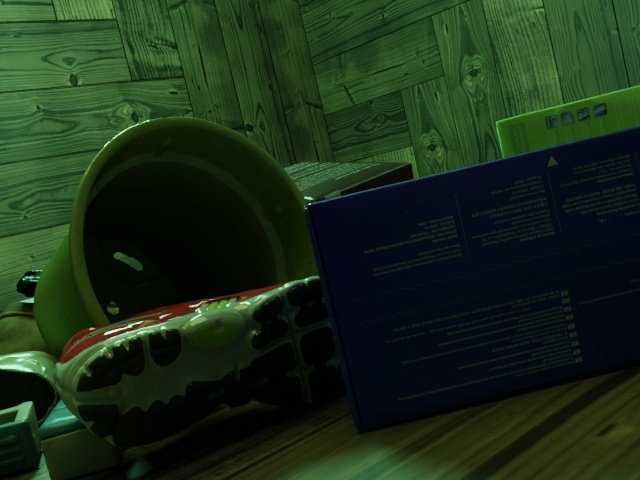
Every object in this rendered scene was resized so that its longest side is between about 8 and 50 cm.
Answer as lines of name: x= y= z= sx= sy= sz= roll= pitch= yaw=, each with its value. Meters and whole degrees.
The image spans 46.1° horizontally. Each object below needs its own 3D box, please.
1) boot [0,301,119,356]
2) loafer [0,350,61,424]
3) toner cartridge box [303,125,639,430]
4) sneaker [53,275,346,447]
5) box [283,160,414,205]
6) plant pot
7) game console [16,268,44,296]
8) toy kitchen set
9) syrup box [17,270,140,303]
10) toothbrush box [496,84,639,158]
boot: x=-0.339 y=0.149 z=1.036 sx=0.306 sy=0.112 sz=0.115 roll=-6 pitch=37 yaw=23
loafer: x=-0.369 y=0.161 z=0.707 sx=0.269 sy=0.101 sz=0.092 roll=-15 pitch=-1 yaw=-31
toner cartridge box: x=0.173 y=0.013 z=0.554 sx=0.348 sy=0.165 sz=0.075 roll=-13 pitch=4 yaw=-2
sneaker: x=-0.074 y=0.077 z=0.613 sx=0.279 sy=0.107 sz=0.118 roll=-6 pitch=13 yaw=-31
box: x=0.000 y=0.000 z=0.948 sx=0.167 sy=0.168 sz=0.203 roll=-24 pitch=21 yaw=-39
plant pot: x=-0.178 y=0.046 z=0.804 sx=0.276 sy=0.276 sz=0.254 roll=-17 pitch=-5 yaw=-43
game console: x=-0.258 y=0.076 z=1.127 sx=0.362 sy=0.043 sz=0.213 roll=5 pitch=-1 yaw=2
toy kitchen set: x=-0.279 y=0.114 z=0.609 sx=0.207 sy=0.166 sz=0.122 roll=-14 pitch=6 yaw=-8
syrup box: x=-0.434 y=0.129 z=1.393 sx=0.093 sy=0.096 sz=0.237 roll=-9 pitch=5 yaw=43
toothbrush box: x=0.415 y=-0.103 z=1.059 sx=0.283 sy=0.206 sz=0.122 roll=-12 pitch=4 yaw=25
